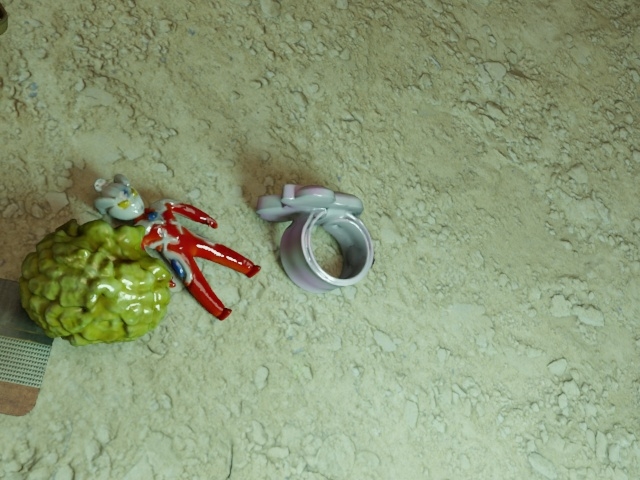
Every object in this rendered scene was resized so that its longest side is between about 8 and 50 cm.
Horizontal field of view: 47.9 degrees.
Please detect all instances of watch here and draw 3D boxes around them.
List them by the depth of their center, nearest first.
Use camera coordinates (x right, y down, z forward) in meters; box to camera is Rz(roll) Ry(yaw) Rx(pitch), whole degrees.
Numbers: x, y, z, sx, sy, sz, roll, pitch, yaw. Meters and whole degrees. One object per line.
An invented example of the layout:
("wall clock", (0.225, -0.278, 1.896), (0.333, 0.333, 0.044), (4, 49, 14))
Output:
("watch", (0.000, 0.000, 1.608), (0.248, 0.211, 0.217), (5, 73, -34))

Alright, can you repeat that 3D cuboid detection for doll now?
("doll", (-0.311, -0.003, 1.508), (0.384, 0.099, 0.188), (36, 56, -11))

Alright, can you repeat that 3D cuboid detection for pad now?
("pad", (-0.644, 0.160, 1.281), (0.323, 0.055, 0.250), (26, 56, -34))

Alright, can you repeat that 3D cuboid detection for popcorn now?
("popcorn", (-0.416, 0.079, 1.338), (0.270, 0.224, 0.258), (40, 35, 7))

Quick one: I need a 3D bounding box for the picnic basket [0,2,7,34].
("picnic basket", (-0.780, -0.486, 1.379), (0.254, 0.291, 0.321), (-23, 66, -34))
